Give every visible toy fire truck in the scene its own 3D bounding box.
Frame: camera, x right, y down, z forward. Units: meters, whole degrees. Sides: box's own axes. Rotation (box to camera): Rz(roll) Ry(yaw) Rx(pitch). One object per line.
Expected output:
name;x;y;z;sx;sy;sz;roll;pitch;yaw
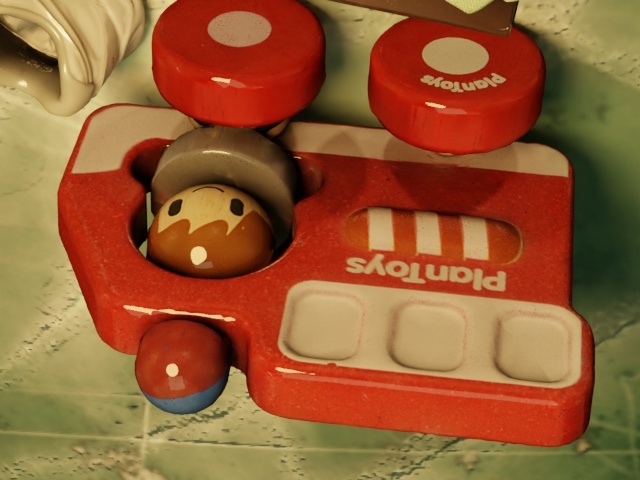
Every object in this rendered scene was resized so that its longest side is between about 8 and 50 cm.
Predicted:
toy fire truck;0.000;0.000;0.959;0.302;0.254;0.169;6;129;3

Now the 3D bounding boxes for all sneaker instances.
sneaker;-0.215;-0.149;0.981;0.232;0.115;0.090;25;129;-8

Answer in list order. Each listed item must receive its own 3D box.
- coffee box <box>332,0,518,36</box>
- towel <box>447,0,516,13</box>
coffee box;0.038;-0.256;0.774;0.168;0.119;0.297;11;132;4
towel;0.083;-0.252;0.665;0.248;0.038;0.325;35;129;-19
